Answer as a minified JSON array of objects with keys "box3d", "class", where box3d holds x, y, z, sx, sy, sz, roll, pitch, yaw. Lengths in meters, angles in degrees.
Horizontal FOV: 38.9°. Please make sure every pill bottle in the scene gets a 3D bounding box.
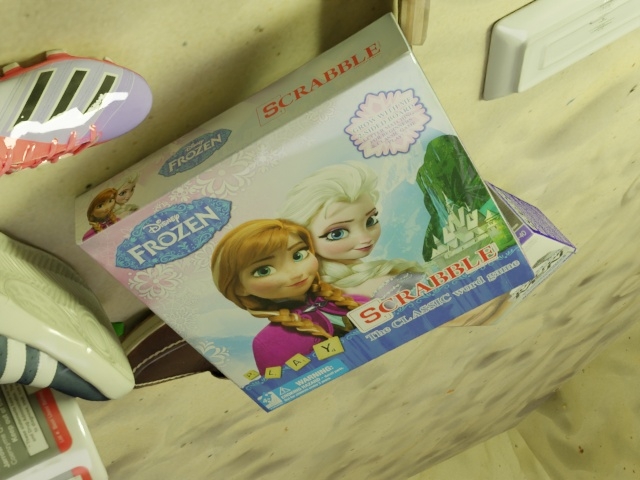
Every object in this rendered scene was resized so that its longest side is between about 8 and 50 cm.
[{"box3d":[-0.376,0.237,0.914,0.283,0.161,0.161,-23,155,-19],"class":"pill bottle"}]

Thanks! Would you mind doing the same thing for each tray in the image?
[{"box3d":[0.302,-0.245,0.993,0.270,0.030,0.145,-30,155,-8],"class":"tray"}]

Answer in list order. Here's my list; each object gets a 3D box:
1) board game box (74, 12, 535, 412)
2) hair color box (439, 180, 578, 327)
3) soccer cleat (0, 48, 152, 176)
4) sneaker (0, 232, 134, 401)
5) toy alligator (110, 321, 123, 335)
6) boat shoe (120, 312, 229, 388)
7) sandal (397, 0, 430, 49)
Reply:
[{"box3d":[0.000,0.000,0.839,0.319,0.066,0.318,-29,133,12],"class":"board game box"},{"box3d":[0.247,0.031,1.315,0.185,0.110,0.339,-45,158,16],"class":"hair color box"},{"box3d":[-0.215,-0.069,0.602,0.248,0.095,0.083,-10,148,-42],"class":"soccer cleat"},{"box3d":[-0.293,0.080,0.768,0.148,0.131,0.350,-34,148,3],"class":"sneaker"},{"box3d":[-0.283,0.094,0.897,0.051,0.056,0.190,1,-177,41],"class":"toy alligator"},{"box3d":[-0.080,0.116,1.096,0.342,0.123,0.123,-18,153,-30],"class":"boat shoe"},{"box3d":[0.050,-0.158,0.820,0.079,0.088,0.240,1,145,1],"class":"sandal"}]
